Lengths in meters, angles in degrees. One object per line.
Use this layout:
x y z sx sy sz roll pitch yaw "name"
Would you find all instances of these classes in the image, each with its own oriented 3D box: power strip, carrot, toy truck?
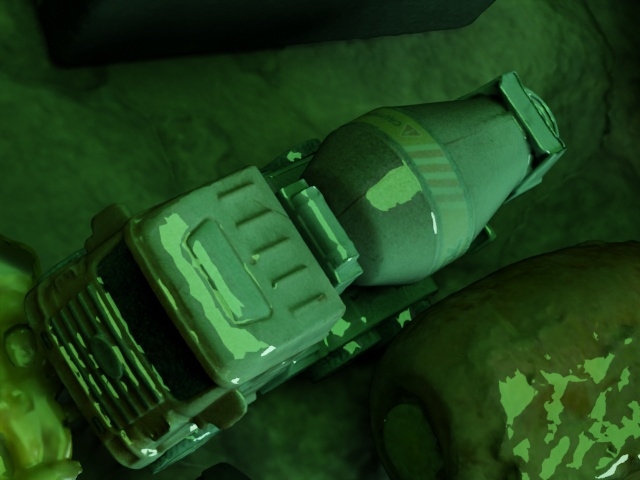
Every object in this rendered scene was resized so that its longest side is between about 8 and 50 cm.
-0.011 -0.145 0.943 0.256 0.105 0.070 -7 77 -24 "power strip"
0.164 0.062 0.912 0.302 0.138 0.139 -10 74 -36 "carrot"
0.000 0.000 0.850 0.256 0.140 0.108 -26 81 -48 "toy truck"

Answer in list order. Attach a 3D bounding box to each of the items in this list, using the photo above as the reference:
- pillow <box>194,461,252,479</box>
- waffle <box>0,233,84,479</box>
0.046 0.216 0.826 0.250 0.106 0.186 21 54 -17 "pillow"
-0.234 0.090 0.792 0.329 0.062 0.329 8 66 -18 "waffle"
